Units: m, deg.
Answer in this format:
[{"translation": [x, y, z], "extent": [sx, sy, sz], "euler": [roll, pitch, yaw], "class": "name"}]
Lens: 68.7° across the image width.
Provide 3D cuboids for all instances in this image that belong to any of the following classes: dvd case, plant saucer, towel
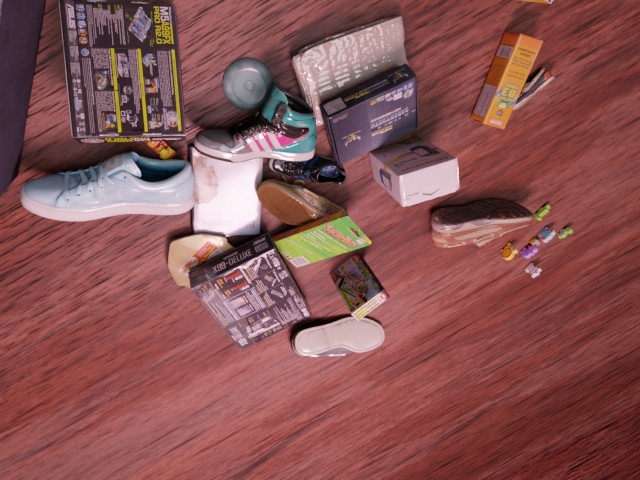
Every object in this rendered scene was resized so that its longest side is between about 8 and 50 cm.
[{"translation": [-0.242, -0.122, 1.205], "extent": [0.181, 0.022, 0.252], "euler": [-3, 119, -16], "class": "dvd case"}, {"translation": [-0.168, -0.362, 1.093], "extent": [0.120, 0.021, 0.119], "euler": [-8, 120, -14], "class": "plant saucer"}, {"translation": [0.081, -0.407, 1.131], "extent": [0.283, 0.049, 0.187], "euler": [-21, 124, -6], "class": "towel"}]

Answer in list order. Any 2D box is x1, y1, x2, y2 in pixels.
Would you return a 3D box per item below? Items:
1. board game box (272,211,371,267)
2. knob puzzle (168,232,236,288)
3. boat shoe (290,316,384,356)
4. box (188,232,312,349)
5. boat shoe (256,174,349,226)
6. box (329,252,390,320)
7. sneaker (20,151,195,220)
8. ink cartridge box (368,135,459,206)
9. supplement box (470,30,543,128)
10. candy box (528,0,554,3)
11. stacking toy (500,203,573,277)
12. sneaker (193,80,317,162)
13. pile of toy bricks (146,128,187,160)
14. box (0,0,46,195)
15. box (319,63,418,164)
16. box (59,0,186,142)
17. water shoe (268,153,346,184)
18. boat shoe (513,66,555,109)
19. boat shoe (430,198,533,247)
[{"translation": [0.000, 0.000, 1.263], "extent": [0.260, 0.039, 0.124], "euler": [-17, 134, 35], "class": "board game box"}, {"translation": [-0.324, 0.050, 1.269], "extent": [0.213, 0.030, 0.213], "euler": [-8, 124, -12], "class": "knob puzzle"}, {"translation": [0.054, 0.318, 1.524], "extent": [0.320, 0.116, 0.099], "euler": [-3, 163, -23], "class": "boat shoe"}, {"translation": [-0.187, 0.154, 1.320], "extent": [0.243, 0.076, 0.307], "euler": [-26, 132, -1], "class": "box"}, {"translation": [-0.042, -0.091, 1.256], "extent": [0.285, 0.089, 0.105], "euler": [30, 140, -29], "class": "boat shoe"}, {"translation": [0.108, 0.127, 1.346], "extent": [0.114, 0.207, 0.036], "euler": [-38, 122, 5], "class": "box"}, {"translation": [-0.465, -0.141, 1.046], "extent": [0.366, 0.135, 0.150], "euler": [-7, 138, -26], "class": "sneaker"}, {"translation": [0.236, -0.183, 1.207], "extent": [0.155, 0.212, 0.093], "euler": [-18, 122, -7], "class": "ink cartridge box"}, {"translation": [0.486, -0.419, 1.233], "extent": [0.078, 0.080, 0.233], "euler": [7, 118, -19], "class": "supplement box"}, {"translation": [0.436, -0.644, 1.041], "extent": [0.233, 0.159, 0.071], "euler": [35, 105, -30], "class": "candy box"}, {"translation": [0.730, 0.008, 1.566], "extent": [0.167, 0.052, 0.221], "euler": [31, 105, -29], "class": "stacking toy"}, {"translation": [-0.136, -0.275, 1.074], "extent": [0.296, 0.123, 0.178], "euler": [-5, 134, -24], "class": "sneaker"}, {"translation": [-0.391, -0.263, 1.029], "extent": [0.118, 0.105, 0.212], "euler": [-42, 123, 8], "class": "pile of toy bricks"}, {"translation": [-0.764, -0.329, 0.762], "extent": [0.472, 0.297, 0.479], "euler": [15, 112, -23], "class": "box"}, {"translation": [0.124, -0.303, 1.150], "extent": [0.233, 0.059, 0.183], "euler": [-25, 152, -2], "class": "box"}, {"translation": [-0.392, -0.337, 0.947], "extent": [0.217, 0.060, 0.269], "euler": [-5, 93, -15], "class": "box"}, {"translation": [-0.028, -0.189, 1.199], "extent": [0.203, 0.080, 0.072], "euler": [3, 117, -19], "class": "water shoe"}, {"translation": [0.573, -0.415, 1.284], "extent": [0.137, 0.049, 0.043], "euler": [-41, 80, 10], "class": "boat shoe"}, {"translation": [0.484, -0.046, 1.429], "extent": [0.325, 0.123, 0.116], "euler": [-6, 127, -7], "class": "boat shoe"}]
